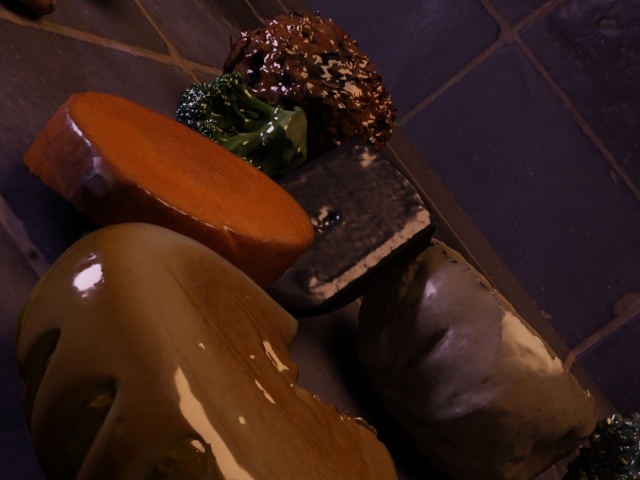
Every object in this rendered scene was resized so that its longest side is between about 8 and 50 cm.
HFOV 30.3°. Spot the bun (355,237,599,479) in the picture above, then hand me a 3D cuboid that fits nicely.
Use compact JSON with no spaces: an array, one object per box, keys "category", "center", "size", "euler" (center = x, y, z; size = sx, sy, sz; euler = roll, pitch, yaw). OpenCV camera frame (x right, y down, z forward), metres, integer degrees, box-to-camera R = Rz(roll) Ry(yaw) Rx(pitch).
[{"category":"bun","center":[0.174,0.166,1.502],"size":[0.360,0.211,0.360],"euler":[48,3,-3]}]

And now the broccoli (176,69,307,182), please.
[{"category":"broccoli","center":[-0.099,-0.114,1.457],"size":[0.195,0.156,0.195],"euler":[-2,90,-72]}]

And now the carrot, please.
[{"category":"carrot","center":[-0.138,-0.037,1.077],"size":[0.258,0.100,0.307],"euler":[32,10,13]}]

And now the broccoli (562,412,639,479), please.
[{"category":"broccoli","center":[0.398,0.371,1.443],"size":[0.317,0.338,0.277],"euler":[57,1,-23]}]

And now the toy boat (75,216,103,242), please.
[{"category":"toy boat","center":[-0.145,0.036,1.097],"size":[0.210,0.070,0.291],"euler":[42,7,-28]}]

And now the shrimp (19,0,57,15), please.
[{"category":"shrimp","center":[-0.392,-0.363,1.302],"size":[0.289,0.075,0.178],"euler":[35,14,-48]}]

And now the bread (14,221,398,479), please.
[{"category":"bread","center":[-0.082,0.142,0.816],"size":[0.333,0.160,0.333],"euler":[46,14,-15]}]

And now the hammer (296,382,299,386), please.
[{"category":"hammer","center":[-0.015,0.176,1.263],"size":[0.123,0.014,0.029],"euler":[57,5,32]}]

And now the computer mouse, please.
[{"category":"computer mouse","center":[0.000,0.000,1.398],"size":[0.170,0.269,0.100],"euler":[50,-31,14]}]

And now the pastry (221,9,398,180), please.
[{"category":"pastry","center":[-0.031,-0.173,1.617],"size":[0.275,0.275,0.193],"euler":[49,16,-9]}]
